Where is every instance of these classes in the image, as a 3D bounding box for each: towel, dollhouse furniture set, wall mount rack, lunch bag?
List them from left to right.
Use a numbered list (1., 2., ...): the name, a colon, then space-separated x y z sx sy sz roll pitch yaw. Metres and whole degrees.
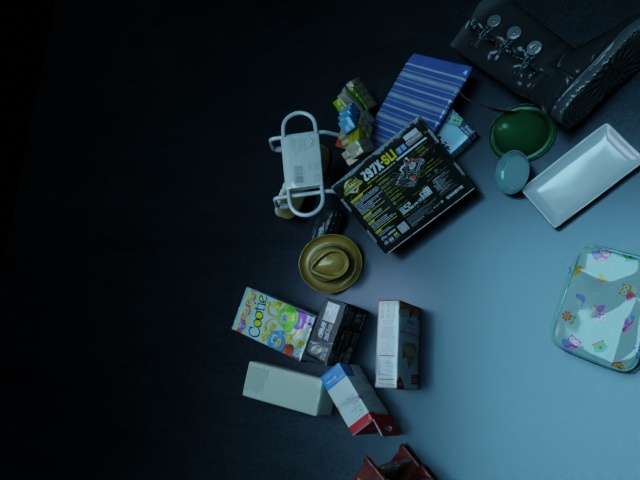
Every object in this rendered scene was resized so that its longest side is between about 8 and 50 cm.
1. wall mount rack: 0.000 -0.225 1.851 0.304 0.130 0.350 -6 73 3
2. dollhouse furniture set: 0.119 0.729 1.553 0.152 0.201 0.374 41 105 32
3. towel: 0.288 -0.400 1.817 0.243 0.040 0.336 32 93 44
4. lunch bag: 0.678 0.154 1.420 0.224 0.108 0.279 19 85 38

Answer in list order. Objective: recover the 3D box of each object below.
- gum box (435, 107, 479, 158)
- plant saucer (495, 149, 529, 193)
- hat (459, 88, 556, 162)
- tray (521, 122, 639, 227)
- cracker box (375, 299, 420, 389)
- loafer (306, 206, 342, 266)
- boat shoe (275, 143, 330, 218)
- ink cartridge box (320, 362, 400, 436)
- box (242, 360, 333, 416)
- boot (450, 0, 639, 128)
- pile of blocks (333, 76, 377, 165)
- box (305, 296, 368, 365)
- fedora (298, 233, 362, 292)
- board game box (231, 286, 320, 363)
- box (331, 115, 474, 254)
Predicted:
1. gum box: 0.346 -0.300 1.783 0.184 0.041 0.157 -44 58 15
2. plant saucer: 0.526 -0.184 1.631 0.119 0.021 0.119 -12 76 60
3. hat: 0.504 -0.315 1.607 0.209 0.183 0.173 -9 73 29
4. tray: 0.675 -0.165 1.556 0.270 0.030 0.145 -40 59 16
5. cracker box: 0.213 0.286 1.635 0.067 0.156 0.232 -3 76 30
6. loafer: 0.000 0.000 1.896 0.078 0.076 0.223 26 96 52
7. boat shoe: -0.071 -0.198 1.976 0.277 0.098 0.096 -57 21 -10
8. ink cartridge box: 0.110 0.457 1.662 0.078 0.134 0.231 -41 59 14
9. box: -0.093 0.443 1.812 0.275 0.094 0.113 7 81 32
10. boot: 0.627 -0.556 1.642 0.367 0.146 0.445 -42 51 5
11. pile of blocks: 0.081 -0.356 1.811 0.113 0.149 0.362 -33 32 31
12. box: 0.049 0.268 1.743 0.078 0.147 0.180 17 87 33
13. fedora: 0.029 0.071 1.809 0.194 0.079 0.194 0 91 3
14. board game box: -0.109 0.260 1.842 0.275 0.144 0.142 18 87 34
15. box: 0.233 -0.155 1.715 0.322 0.079 0.257 -39 92 15
